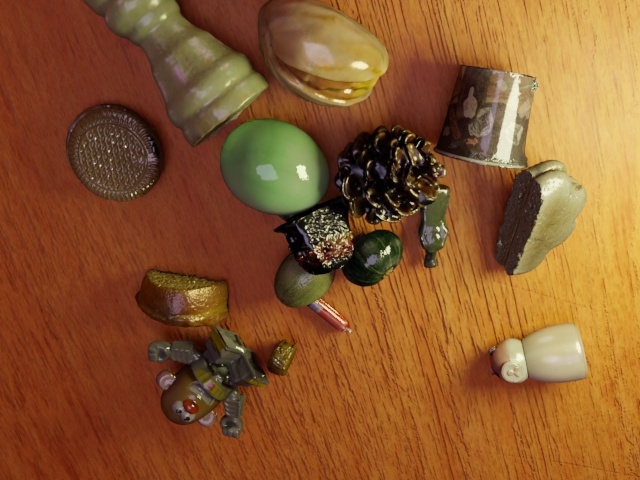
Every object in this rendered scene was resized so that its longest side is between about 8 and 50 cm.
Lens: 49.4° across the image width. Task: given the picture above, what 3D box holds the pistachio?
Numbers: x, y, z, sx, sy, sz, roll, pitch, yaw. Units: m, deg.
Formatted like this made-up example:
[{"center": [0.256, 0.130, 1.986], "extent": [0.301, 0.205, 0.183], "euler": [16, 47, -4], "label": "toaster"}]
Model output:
[{"center": [-0.004, -0.428, 1.557], "extent": [0.309, 0.230, 0.230], "euler": [24, 111, -8], "label": "pistachio"}]

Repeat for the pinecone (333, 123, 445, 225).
[{"center": [0.155, -0.156, 1.602], "extent": [0.243, 0.257, 0.243], "euler": [2, 83, -15], "label": "pinecone"}]

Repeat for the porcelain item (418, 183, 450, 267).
[{"center": [0.284, -0.032, 1.746], "extent": [0.081, 0.069, 0.216], "euler": [-6, 110, -10], "label": "porcelain item"}]

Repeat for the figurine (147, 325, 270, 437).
[{"center": [-0.313, 0.390, 1.900], "extent": [0.285, 0.167, 0.342], "euler": [-37, 82, 9], "label": "figurine"}]

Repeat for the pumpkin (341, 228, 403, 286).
[{"center": [0.129, 0.042, 1.739], "extent": [0.125, 0.167, 0.167], "euler": [35, 111, 19], "label": "pumpkin"}]

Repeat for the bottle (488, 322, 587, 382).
[{"center": [0.556, 0.303, 1.806], "extent": [0.236, 0.147, 0.147], "euler": [-11, 109, 12], "label": "bottle"}]

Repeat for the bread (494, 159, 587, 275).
[{"center": [0.533, -0.054, 1.655], "extent": [0.183, 0.102, 0.337], "euler": [-15, 140, -15], "label": "bread"}]

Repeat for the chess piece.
[{"center": [-0.343, -0.447, 1.580], "extent": [0.234, 0.234, 0.442], "euler": [-38, 100, 17], "label": "chess piece"}]

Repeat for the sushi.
[{"center": [0.000, 0.000, 1.667], "extent": [0.153, 0.172, 0.150], "euler": [-18, 100, 35], "label": "sushi"}]

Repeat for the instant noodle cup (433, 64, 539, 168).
[{"center": [0.381, -0.283, 1.578], "extent": [0.217, 0.217, 0.207], "euler": [9, 105, 2], "label": "instant noodle cup"}]

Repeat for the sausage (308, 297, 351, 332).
[{"center": [0.029, 0.199, 1.870], "extent": [0.145, 0.050, 0.048], "euler": [39, 136, -10], "label": "sausage"}]

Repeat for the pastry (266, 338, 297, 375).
[{"center": [-0.105, 0.319, 1.897], "extent": [0.057, 0.109, 0.097], "euler": [24, 80, 6], "label": "pastry"}]

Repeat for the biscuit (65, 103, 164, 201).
[{"center": [-0.516, -0.219, 1.744], "extent": [0.259, 0.079, 0.259], "euler": [2, 110, 5], "label": "biscuit"}]

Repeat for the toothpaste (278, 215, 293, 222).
[{"center": [-0.121, -0.099, 1.773], "extent": [0.255, 0.037, 0.067], "euler": [35, 140, -9], "label": "toothpaste"}]

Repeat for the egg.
[{"center": [-0.106, -0.170, 1.649], "extent": [0.269, 0.220, 0.220], "euler": [27, 110, -11], "label": "egg"}]

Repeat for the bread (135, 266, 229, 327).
[{"center": [-0.375, 0.163, 1.844], "extent": [0.260, 0.134, 0.129], "euler": [8, 110, 2], "label": "bread"}]

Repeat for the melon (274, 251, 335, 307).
[{"center": [-0.037, 0.088, 1.783], "extent": [0.139, 0.139, 0.192], "euler": [42, 103, -10], "label": "melon"}]
